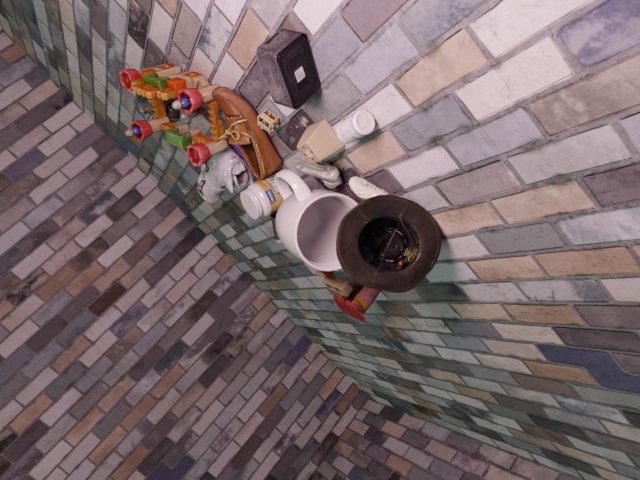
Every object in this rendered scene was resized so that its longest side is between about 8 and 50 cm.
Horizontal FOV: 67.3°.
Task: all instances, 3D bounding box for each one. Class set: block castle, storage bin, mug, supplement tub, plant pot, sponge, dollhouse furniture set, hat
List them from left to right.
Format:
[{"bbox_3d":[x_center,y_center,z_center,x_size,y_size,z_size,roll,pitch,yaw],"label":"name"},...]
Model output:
[{"bbox_3d":[-0.591,-0.496,1.875,0.453,0.213,0.302,26,132,31],"label":"block castle"},{"bbox_3d":[-0.279,-0.334,2.028,0.210,0.031,0.117,45,157,-5],"label":"sponge"},{"bbox_3d":[-0.203,-0.183,1.919,0.144,0.200,0.144,40,148,31],"label":"supplement tub"},{"bbox_3d":[-0.085,-0.467,1.318,0.084,0.122,0.180,27,154,35],"label":"storage bin"},{"bbox_3d":[-0.048,-0.096,1.765,0.374,0.276,0.328,59,166,-23],"label":"mug"},{"bbox_3d":[-0.010,-0.305,1.531,0.109,0.096,0.109,51,158,-20],"label":"plant pot"},{"bbox_3d":[0.128,0.144,1.986,0.152,0.201,0.374,20,151,44],"label":"dollhouse furniture set"},{"bbox_3d":[0.099,-0.319,1.355,0.071,0.071,0.107,48,158,-14],"label":"supplement tub"},{"bbox_3d":[0.205,0.002,1.532,0.331,0.331,0.134,47,-178,-12],"label":"hat"}]

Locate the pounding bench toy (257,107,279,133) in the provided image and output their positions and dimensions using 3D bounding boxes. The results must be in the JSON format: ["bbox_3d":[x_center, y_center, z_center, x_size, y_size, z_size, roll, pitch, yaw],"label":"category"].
[{"bbox_3d":[-0.181,-0.408,1.690,0.065,0.052,0.083,38,158,9],"label":"pounding bench toy"}]

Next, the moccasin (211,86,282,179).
[{"bbox_3d":[-0.288,-0.390,1.778,0.139,0.147,0.380,22,151,41],"label":"moccasin"}]

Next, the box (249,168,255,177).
[{"bbox_3d":[-0.439,-0.353,2.223,0.324,0.063,0.067,29,155,31],"label":"box"}]

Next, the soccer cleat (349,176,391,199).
[{"bbox_3d":[0.181,-0.147,1.554,0.196,0.068,0.076,38,154,-7],"label":"soccer cleat"}]

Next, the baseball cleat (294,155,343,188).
[{"bbox_3d":[-0.008,-0.234,1.700,0.206,0.072,0.109,28,161,41],"label":"baseball cleat"}]

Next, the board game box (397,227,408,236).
[{"bbox_3d":[0.313,0.033,1.689,0.165,0.042,0.243,36,157,16],"label":"board game box"}]

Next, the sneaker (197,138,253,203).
[{"bbox_3d":[-0.417,-0.255,2.092,0.210,0.137,0.365,43,140,19],"label":"sneaker"}]

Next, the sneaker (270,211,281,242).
[{"bbox_3d":[-0.160,-0.087,2.011,0.222,0.083,0.118,-99,-1,-65],"label":"sneaker"}]

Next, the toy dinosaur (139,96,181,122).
[{"bbox_3d":[-0.700,-0.601,2.179,0.314,0.121,0.160,25,165,27],"label":"toy dinosaur"}]
